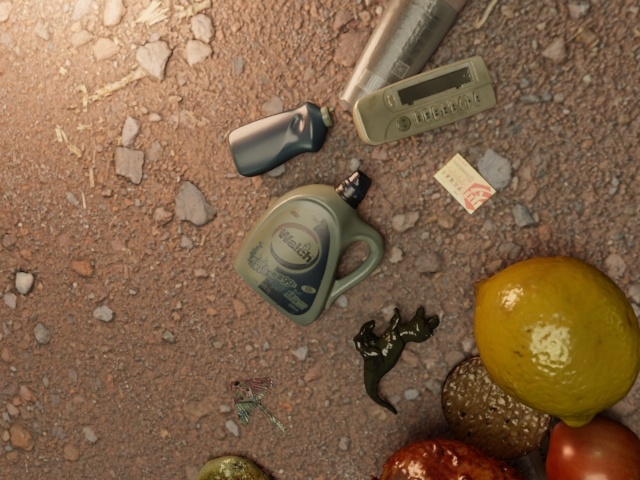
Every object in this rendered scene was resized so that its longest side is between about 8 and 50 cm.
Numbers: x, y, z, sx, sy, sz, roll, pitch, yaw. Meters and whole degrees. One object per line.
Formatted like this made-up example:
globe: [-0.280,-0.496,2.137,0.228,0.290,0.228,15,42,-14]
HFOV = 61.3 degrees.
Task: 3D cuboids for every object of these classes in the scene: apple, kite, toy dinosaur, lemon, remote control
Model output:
apple: [0.436,0.361,0.862,0.139,0.163,0.163,5,100,24]
kite: [-0.126,0.334,1.109,0.152,0.005,0.137,32,107,9]
toy dinosaur: [0.144,0.218,0.964,0.187,0.087,0.179,-35,86,20]
lemon: [0.356,0.148,0.815,0.228,0.228,0.254,-31,92,19]
remote control: [0.166,-0.221,0.873,0.230,0.049,0.090,-20,93,-6]

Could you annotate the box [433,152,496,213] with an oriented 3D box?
box: [0.245,-0.097,0.920,0.093,0.015,0.058,47,110,6]

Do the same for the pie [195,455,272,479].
pie: [-0.176,0.569,1.135,0.240,0.054,0.241,2,97,16]

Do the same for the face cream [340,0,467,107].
face cream: [0.139,-0.328,0.885,0.107,0.073,0.269,30,107,-6]

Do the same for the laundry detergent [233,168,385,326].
laundry detergent: [0.000,0.000,0.963,0.215,0.105,0.280,43,104,-7]

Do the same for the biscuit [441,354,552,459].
biscuit: [0.304,0.291,0.945,0.187,0.027,0.188,4,98,27]

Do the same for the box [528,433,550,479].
box: [0.386,0.366,0.945,0.048,0.025,0.115,-23,91,18]

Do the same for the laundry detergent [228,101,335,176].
laundry detergent: [-0.064,-0.189,0.978,0.206,0.061,0.097,-20,84,18]

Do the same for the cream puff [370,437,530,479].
cream puff: [0.238,0.469,0.890,0.350,0.229,0.350,24,138,24]
